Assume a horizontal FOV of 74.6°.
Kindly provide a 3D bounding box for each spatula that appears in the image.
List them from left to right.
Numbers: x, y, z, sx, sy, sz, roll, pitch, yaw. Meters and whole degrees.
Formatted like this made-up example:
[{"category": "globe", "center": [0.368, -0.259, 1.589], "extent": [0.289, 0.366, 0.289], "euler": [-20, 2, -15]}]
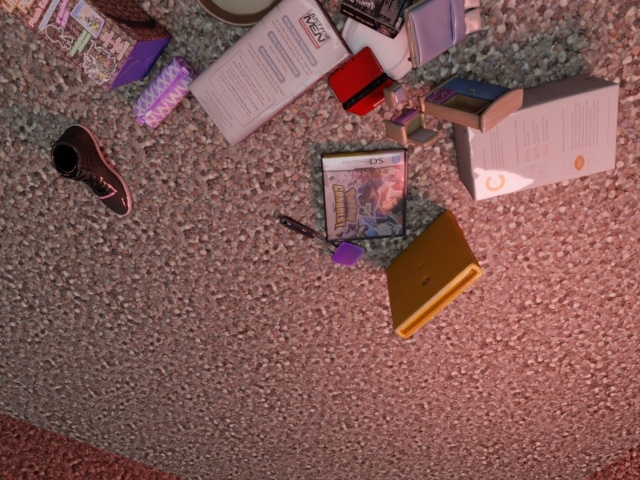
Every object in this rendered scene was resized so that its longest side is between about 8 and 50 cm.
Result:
[{"category": "spatula", "center": [0.000, 0.000, 1.344], "extent": [0.296, 0.030, 0.084], "euler": [28, 111, -12]}]

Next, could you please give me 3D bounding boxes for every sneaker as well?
[{"category": "sneaker", "center": [-0.664, -0.177, 1.213], "extent": [0.104, 0.147, 0.296], "euler": [-16, 118, 9]}]

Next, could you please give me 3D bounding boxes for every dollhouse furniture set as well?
[{"category": "dollhouse furniture set", "center": [0.287, -0.401, 0.923], "extent": [0.286, 0.198, 0.304], "euler": [-36, 132, -17]}]

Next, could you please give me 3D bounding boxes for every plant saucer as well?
[{"category": "plant saucer", "center": [-0.189, -0.655, 0.984], "extent": [0.277, 0.041, 0.278], "euler": [1, 120, 2]}]

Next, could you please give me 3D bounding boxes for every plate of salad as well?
[{"category": "plate of salad", "center": [0.150, -0.495, 1.051], "extent": [0.199, 0.048, 0.200], "euler": [2, 120, 4]}]

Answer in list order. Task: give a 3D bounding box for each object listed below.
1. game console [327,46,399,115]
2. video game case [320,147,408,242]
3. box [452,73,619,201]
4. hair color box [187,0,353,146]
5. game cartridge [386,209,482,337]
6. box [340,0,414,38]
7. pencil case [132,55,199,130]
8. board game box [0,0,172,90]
[{"category": "game console", "center": [0.115, -0.404, 1.084], "extent": [0.144, 0.085, 0.124], "euler": [-26, 161, 39]}, {"category": "video game case", "center": [0.132, -0.128, 1.249], "extent": [0.247, 0.035, 0.275], "euler": [-5, 117, -1]}, {"category": "box", "center": [0.542, -0.266, 1.092], "extent": [0.344, 0.168, 0.215], "euler": [-13, 118, 9]}, {"category": "hair color box", "center": [-0.125, -0.423, 1.046], "extent": [0.374, 0.114, 0.185], "euler": [-31, 103, 21]}, {"category": "game cartridge", "center": [0.307, 0.086, 1.211], "extent": [0.052, 0.324, 0.285], "euler": [36, 115, -13]}, {"category": "box", "center": [0.147, -0.579, 0.945], "extent": [0.147, 0.077, 0.180], "euler": [23, 102, -7]}, {"category": "pencil case", "center": [-0.413, -0.391, 1.114], "extent": [0.206, 0.088, 0.086], "euler": [-39, 109, 20]}, {"category": "board game box", "center": [-0.536, -0.516, 0.969], "extent": [0.291, 0.232, 0.141], "euler": [39, 113, -18]}]
